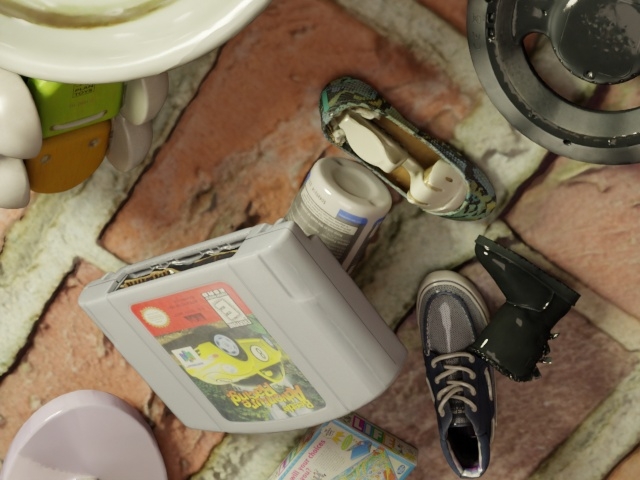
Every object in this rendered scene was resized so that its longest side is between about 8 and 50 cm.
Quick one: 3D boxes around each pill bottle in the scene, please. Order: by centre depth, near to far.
[{"bbox_3d":[0.000,0.000,1.264,0.078,0.078,0.137,26,121,-8],"label":"pill bottle"}]

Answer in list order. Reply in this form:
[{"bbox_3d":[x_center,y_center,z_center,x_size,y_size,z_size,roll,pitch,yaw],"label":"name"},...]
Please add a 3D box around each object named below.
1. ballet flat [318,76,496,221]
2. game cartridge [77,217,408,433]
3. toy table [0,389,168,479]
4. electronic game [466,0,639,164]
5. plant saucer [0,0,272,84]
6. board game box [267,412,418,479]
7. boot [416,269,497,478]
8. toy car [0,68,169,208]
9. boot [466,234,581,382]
[{"bbox_3d":[0.072,-0.065,1.223,0.188,0.070,0.070,34,120,-12],"label":"ballet flat"},{"bbox_3d":[-0.071,0.089,1.279,0.294,0.060,0.196,-17,124,45],"label":"game cartridge"},{"bbox_3d":[-0.227,0.306,1.401,0.252,0.161,0.274,-13,123,-10],"label":"toy table"},{"bbox_3d":[0.227,-0.169,1.130,0.229,0.048,0.229,9,116,19],"label":"electronic game"},{"bbox_3d":[-0.175,-0.322,1.060,0.400,0.100,0.401,3,109,9],"label":"plant saucer"},{"bbox_3d":[0.014,0.243,1.438,0.103,0.026,0.154,31,120,-11],"label":"board game box"},{"bbox_3d":[0.130,0.125,1.315,0.069,0.086,0.190,-10,119,14],"label":"boot"},{"bbox_3d":[-0.225,-0.123,1.193,0.136,0.159,0.182,60,152,18],"label":"toy car"},{"bbox_3d":[0.167,0.064,1.278,0.121,0.045,0.099,32,94,-17],"label":"boot"}]
